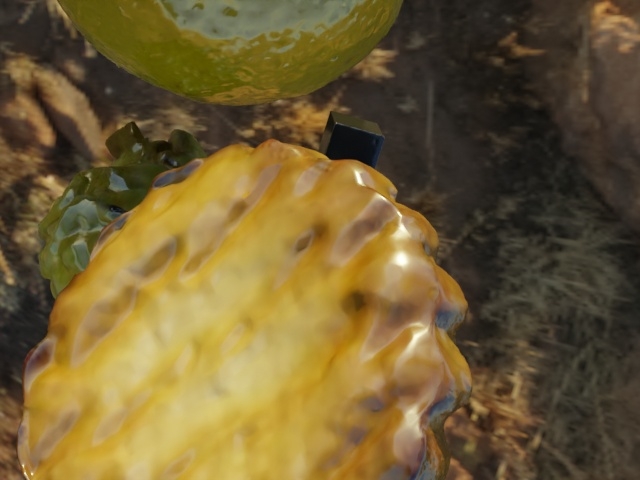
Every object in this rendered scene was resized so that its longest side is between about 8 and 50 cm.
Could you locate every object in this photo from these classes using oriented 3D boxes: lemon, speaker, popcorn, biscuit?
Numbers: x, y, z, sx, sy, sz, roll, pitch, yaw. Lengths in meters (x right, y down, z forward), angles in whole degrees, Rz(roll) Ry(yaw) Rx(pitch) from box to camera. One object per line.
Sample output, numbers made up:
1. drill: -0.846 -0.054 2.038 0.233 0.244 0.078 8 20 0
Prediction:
1. lemon: -0.101 -0.302 1.272 0.364 0.364 0.364 -3 97 -27
2. speaker: 0.000 0.000 1.066 0.040 0.046 0.191 15 106 -9
3. popcorn: -0.158 0.004 1.359 0.233 0.192 0.266 -5 66 0
4. biscuit: -0.048 0.096 0.889 0.107 0.325 0.326 37 78 -52
